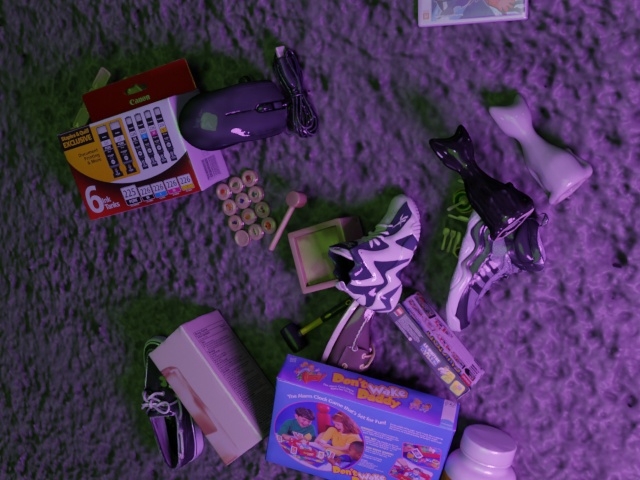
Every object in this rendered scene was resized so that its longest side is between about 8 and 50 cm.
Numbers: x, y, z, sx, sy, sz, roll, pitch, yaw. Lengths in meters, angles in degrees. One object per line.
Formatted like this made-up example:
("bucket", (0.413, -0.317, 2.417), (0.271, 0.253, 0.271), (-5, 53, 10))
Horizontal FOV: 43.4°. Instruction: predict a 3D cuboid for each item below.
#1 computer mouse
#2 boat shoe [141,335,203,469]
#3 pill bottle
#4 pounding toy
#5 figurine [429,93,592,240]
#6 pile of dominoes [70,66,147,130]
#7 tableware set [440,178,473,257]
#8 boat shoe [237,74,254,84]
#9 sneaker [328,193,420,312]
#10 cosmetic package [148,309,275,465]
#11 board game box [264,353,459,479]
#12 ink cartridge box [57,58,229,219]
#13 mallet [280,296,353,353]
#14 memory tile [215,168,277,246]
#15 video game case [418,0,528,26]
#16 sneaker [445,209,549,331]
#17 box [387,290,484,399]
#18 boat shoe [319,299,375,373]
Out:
("computer mouse", (-0.150, -0.262, 1.592), (0.272, 0.072, 0.188), (-19, 96, -5))
("boat shoe", (-0.362, 0.378, 1.864), (0.113, 0.105, 0.306), (-6, 97, 27))
("pill bottle", (0.295, 0.487, 1.548), (0.136, 0.136, 0.245), (19, 107, 22))
("pounding toy", (-0.009, -0.003, 1.634), (0.181, 0.094, 0.206), (-16, 86, 30))
("figurine", (0.327, -0.140, 1.403), (0.215, 0.092, 0.209), (-30, 74, -15))
("pile of dominoes", (-0.459, -0.257, 1.839), (0.196, 0.040, 0.251), (39, 119, 4))
("tableware set", (0.286, -0.034, 1.521), (0.104, 0.024, 0.154), (19, 107, 21))
("boat shoe", (-0.154, -0.278, 1.680), (0.049, 0.042, 0.132), (0, 98, 28))
("sneaker", (0.091, 0.005, 1.513), (0.094, 0.153, 0.234), (6, 76, 60))
("cosmetic package", (-0.217, 0.317, 1.758), (0.129, 0.153, 0.296), (-40, 80, 26))
("board game box", (0.076, 0.379, 1.587), (0.347, 0.078, 0.233), (15, 124, 8))
("ink cartridge box", (-0.393, -0.215, 1.731), (0.310, 0.130, 0.271), (-13, 103, 26))
("mallet", (0.003, 0.178, 1.693), (0.190, 0.039, 0.062), (-27, 87, 23))
("memory tile", (-0.161, -0.069, 1.737), (0.113, 0.012, 0.148), (-23, 89, 28))
("video game case", (0.271, -0.484, 1.445), (0.201, 0.023, 0.183), (2, 101, 25))
("sneaker", (0.324, 0.057, 1.464), (0.153, 0.101, 0.268), (17, 105, 13))
("box", (0.223, 0.197, 1.543), (0.036, 0.114, 0.207), (-43, 79, 26))
("boat shoe", (0.056, 0.239, 1.635), (0.097, 0.116, 0.324), (31, 115, 13))
